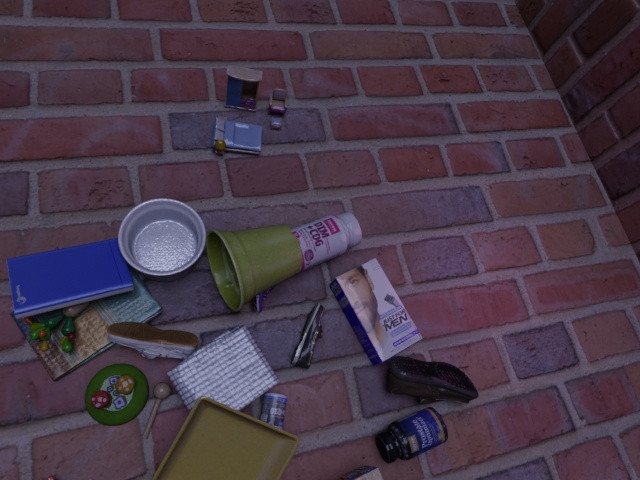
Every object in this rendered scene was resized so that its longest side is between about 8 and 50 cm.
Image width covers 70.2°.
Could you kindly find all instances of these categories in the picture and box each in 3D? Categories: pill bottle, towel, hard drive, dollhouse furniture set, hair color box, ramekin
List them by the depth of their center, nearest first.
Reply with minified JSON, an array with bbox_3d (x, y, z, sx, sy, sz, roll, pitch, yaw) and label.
[{"bbox_3d":[-0.775,0.107,1.415,0.318,0.040,0.210,-14,54,-29],"label":"hard drive"},{"bbox_3d":[-0.306,0.436,1.451,0.283,0.121,0.235,-31,77,-22],"label":"towel"},{"bbox_3d":[-0.154,0.564,1.456,0.078,0.078,0.137,12,66,-10],"label":"pill bottle"},{"bbox_3d":[-0.744,0.231,1.465,0.370,0.040,0.271,-35,79,-22],"label":"towel"},{"bbox_3d":[0.300,0.651,1.513,0.219,0.123,0.123,-16,73,-18],"label":"pill bottle"},{"bbox_3d":[-0.534,0.008,1.558,0.277,0.135,0.277,5,67,-12],"label":"ramekin"},{"bbox_3d":[0.198,0.258,1.662,0.185,0.110,0.339,-24,74,-21],"label":"hair color box"},{"bbox_3d":[0.000,0.000,1.686,0.283,0.160,0.160,-22,75,-22],"label":"pill bottle"},{"bbox_3d":[-0.270,-0.486,1.798,0.286,0.198,0.304,6,67,-12],"label":"dollhouse furniture set"}]

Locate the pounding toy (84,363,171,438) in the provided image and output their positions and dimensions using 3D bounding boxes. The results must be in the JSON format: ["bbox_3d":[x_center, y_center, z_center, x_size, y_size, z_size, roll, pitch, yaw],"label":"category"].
[{"bbox_3d":[-0.591,0.467,1.365,0.236,0.110,0.183,24,64,-3],"label":"pounding toy"}]

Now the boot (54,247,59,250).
[{"bbox_3d":[-0.876,0.090,1.482,0.087,0.042,0.119,-25,82,-29],"label":"boot"}]

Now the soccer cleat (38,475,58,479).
[{"bbox_3d":[-0.816,0.705,1.233,0.196,0.068,0.076,-8,73,-21],"label":"soccer cleat"}]

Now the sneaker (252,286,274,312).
[{"bbox_3d":[-0.198,0.174,1.616,0.071,0.068,0.170,16,64,-14],"label":"sneaker"}]

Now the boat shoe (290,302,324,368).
[{"bbox_3d":[-0.030,0.331,1.589,0.068,0.081,0.228,26,71,-6],"label":"boat shoe"}]

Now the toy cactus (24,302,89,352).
[{"bbox_3d":[-0.802,0.229,1.386,0.219,0.112,0.180,40,55,16],"label":"toy cactus"}]

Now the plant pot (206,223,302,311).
[{"bbox_3d":[-0.208,0.064,1.510,0.253,0.276,0.276,-18,73,-29],"label":"plant pot"}]

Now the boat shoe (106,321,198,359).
[{"bbox_3d":[-0.535,0.332,1.440,0.276,0.096,0.098,15,21,-14],"label":"boat shoe"}]

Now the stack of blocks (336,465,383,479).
[{"bbox_3d":[0.037,0.785,1.363,0.297,0.171,0.087,-17,73,-21],"label":"stack of blocks"}]

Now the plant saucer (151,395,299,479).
[{"bbox_3d":[-0.282,0.640,1.317,0.332,0.081,0.333,30,88,-16],"label":"plant saucer"}]

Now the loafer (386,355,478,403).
[{"bbox_3d":[0.386,0.508,1.614,0.365,0.130,0.134,19,24,-14],"label":"loafer"}]
